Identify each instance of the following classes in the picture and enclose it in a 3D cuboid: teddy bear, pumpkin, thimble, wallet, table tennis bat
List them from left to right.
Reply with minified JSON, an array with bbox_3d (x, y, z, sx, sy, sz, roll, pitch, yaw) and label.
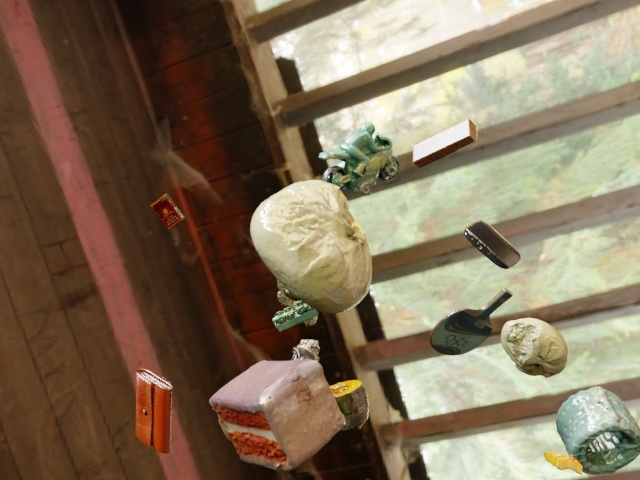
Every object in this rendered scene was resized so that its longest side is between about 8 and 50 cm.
[{"bbox_3d":[-0.456,0.465,1.915,0.045,0.142,0.204,-14,-64,-46],"label":"wallet"},{"bbox_3d":[-0.094,0.171,2.728,0.256,0.156,0.267,90,177,-51],"label":"teddy bear"},{"bbox_3d":[0.016,0.605,2.503,0.222,0.317,0.139,-51,-51,-79],"label":"pumpkin"},{"bbox_3d":[0.463,0.249,2.131,0.173,0.301,0.022,32,-152,-24],"label":"table tennis bat"},{"bbox_3d":[0.577,0.524,1.671,0.101,0.073,0.035,178,105,-84],"label":"pumpkin"},{"bbox_3d":[0.739,0.502,1.865,0.143,0.199,0.235,-102,2,-52],"label":"thimble"}]

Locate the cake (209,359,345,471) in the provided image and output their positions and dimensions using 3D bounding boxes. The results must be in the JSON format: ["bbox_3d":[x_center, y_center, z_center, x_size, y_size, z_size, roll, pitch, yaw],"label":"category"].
[{"bbox_3d":[-0.120,0.469,1.928,0.230,0.309,0.236,-29,-79,-36],"label":"cake"}]

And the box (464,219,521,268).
[{"bbox_3d":[0.603,0.013,2.459,0.212,0.042,0.201,44,-150,16],"label":"box"}]

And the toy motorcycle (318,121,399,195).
[{"bbox_3d":[0.121,-0.235,2.027,0.297,0.109,0.198,-23,-62,-34],"label":"toy motorcycle"}]

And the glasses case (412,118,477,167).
[{"bbox_3d":[0.401,-0.310,2.273,0.049,0.218,0.075,33,-133,-37],"label":"glasses case"}]

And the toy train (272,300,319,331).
[{"bbox_3d":[-0.074,0.224,2.139,0.071,0.148,0.038,73,171,-46],"label":"toy train"}]

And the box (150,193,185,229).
[{"bbox_3d":[-0.407,-0.077,1.873,0.082,0.052,0.023,54,-162,-8],"label":"box"}]

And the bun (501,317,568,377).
[{"bbox_3d":[0.684,0.354,2.256,0.237,0.210,0.116,39,-128,-4],"label":"bun"}]

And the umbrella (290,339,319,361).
[{"bbox_3d":[-0.077,0.466,2.417,0.357,0.106,0.113,-71,-10,-63],"label":"umbrella"}]

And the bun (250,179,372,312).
[{"bbox_3d":[0.000,0.000,1.760,0.361,0.213,0.361,32,-144,-27],"label":"bun"}]
